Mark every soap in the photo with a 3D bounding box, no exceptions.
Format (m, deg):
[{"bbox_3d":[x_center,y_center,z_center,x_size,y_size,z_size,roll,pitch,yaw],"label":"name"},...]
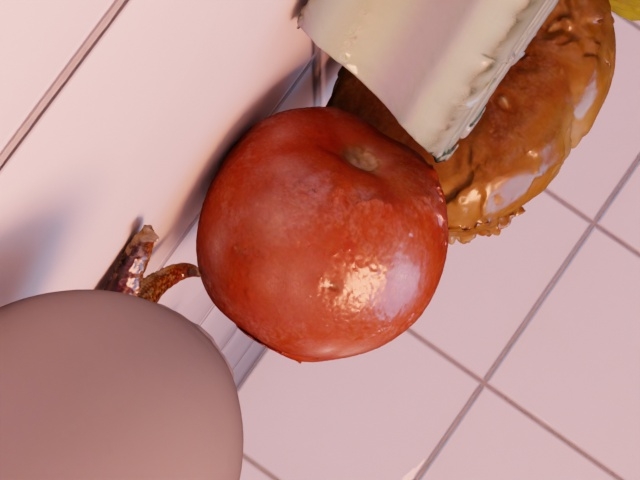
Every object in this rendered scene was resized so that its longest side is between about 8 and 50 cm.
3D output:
[{"bbox_3d":[0.132,-0.247,0.839,0.261,0.156,0.446,-51,174,-43],"label":"soap"}]

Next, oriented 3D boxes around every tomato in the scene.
[{"bbox_3d":[0.000,0.000,0.971,0.184,0.208,0.208,-62,172,32],"label":"tomato"}]

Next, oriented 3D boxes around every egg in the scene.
[{"bbox_3d":[-0.140,0.122,0.587,0.232,0.176,0.176,-37,163,-52],"label":"egg"}]

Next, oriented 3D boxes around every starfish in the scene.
[{"bbox_3d":[-0.161,0.082,0.862,0.213,0.057,0.238,-63,175,10],"label":"starfish"}]

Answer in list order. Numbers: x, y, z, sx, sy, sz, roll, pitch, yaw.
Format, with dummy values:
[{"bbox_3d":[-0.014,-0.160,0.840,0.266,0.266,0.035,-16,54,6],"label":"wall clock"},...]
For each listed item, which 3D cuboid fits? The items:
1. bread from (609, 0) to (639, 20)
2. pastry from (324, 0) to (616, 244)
[{"bbox_3d":[0.339,-0.369,1.066,0.348,0.348,0.308,-56,166,17],"label":"bread"},{"bbox_3d":[0.140,-0.138,1.133,0.311,0.255,0.162,-53,152,-4],"label":"pastry"}]
